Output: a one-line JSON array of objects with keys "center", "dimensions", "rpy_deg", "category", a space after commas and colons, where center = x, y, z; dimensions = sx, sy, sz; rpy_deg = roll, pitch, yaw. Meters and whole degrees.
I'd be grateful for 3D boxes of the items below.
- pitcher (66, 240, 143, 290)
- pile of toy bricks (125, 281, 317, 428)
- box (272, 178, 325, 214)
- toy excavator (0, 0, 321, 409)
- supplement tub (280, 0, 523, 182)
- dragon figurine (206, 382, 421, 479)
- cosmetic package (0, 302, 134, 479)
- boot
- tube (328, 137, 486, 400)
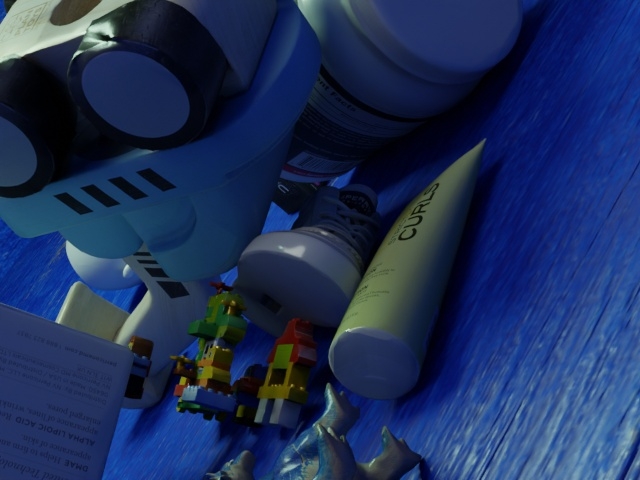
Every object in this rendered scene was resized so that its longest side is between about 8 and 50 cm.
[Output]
[{"center": [-0.220, -0.007, 1.753], "dimensions": [0.207, 0.125, 0.177], "rpy_deg": [-33, 36, 20], "category": "pitcher"}, {"center": [-0.084, 0.083, 1.092], "dimensions": [0.212, 0.118, 0.105], "rpy_deg": [-13, 60, 65], "category": "pile of toy bricks"}, {"center": [-0.020, -0.079, 1.440], "dimensions": [0.062, 0.052, 0.083], "rpy_deg": [-28, 28, 59], "category": "box"}, {"center": [-0.149, -0.030, 1.212], "dimensions": [0.433, 0.445, 0.222], "rpy_deg": [-14, 39, 29], "category": "toy excavator"}, {"center": [0.033, -0.178, 1.249], "dimensions": [0.272, 0.191, 0.191], "rpy_deg": [-29, 26, 54], "category": "supplement tub"}, {"center": [-0.014, 0.171, 0.767], "dimensions": [0.144, 0.085, 0.289], "rpy_deg": [-51, 11, 9], "category": "dragon figurine"}, {"center": [-0.290, 0.254, 1.053], "dimensions": [0.217, 0.156, 0.385], "rpy_deg": [-24, 49, 59], "category": "cosmetic package"}, {"center": [0.000, 0.000, 1.087], "dimensions": [0.123, 0.095, 0.258], "rpy_deg": [-54, 7, -15], "category": "boot"}, {"center": [0.064, 0.014, 0.978], "dimensions": [0.070, 0.062, 0.240], "rpy_deg": [0, 34, 20], "category": "tube"}]
